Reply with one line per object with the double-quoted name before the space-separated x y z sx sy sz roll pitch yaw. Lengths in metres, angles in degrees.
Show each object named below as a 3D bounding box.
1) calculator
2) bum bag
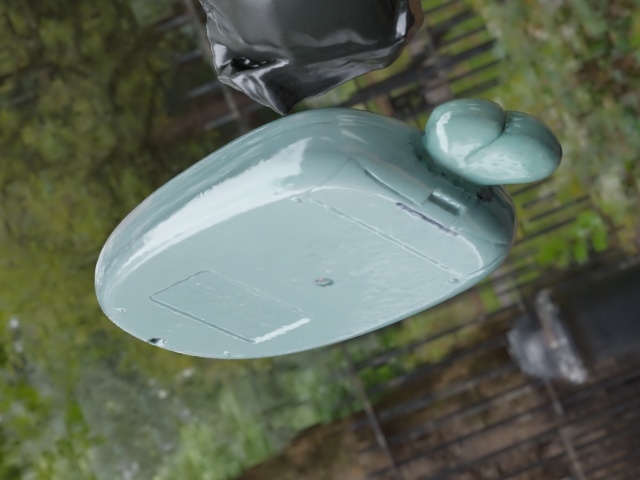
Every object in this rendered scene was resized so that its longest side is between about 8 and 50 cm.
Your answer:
"calculator" 0.000 0.000 0.920 0.184 0.295 0.042 26 -131 -39
"bum bag" -0.028 -0.202 0.890 0.326 0.142 0.080 74 -150 -42
